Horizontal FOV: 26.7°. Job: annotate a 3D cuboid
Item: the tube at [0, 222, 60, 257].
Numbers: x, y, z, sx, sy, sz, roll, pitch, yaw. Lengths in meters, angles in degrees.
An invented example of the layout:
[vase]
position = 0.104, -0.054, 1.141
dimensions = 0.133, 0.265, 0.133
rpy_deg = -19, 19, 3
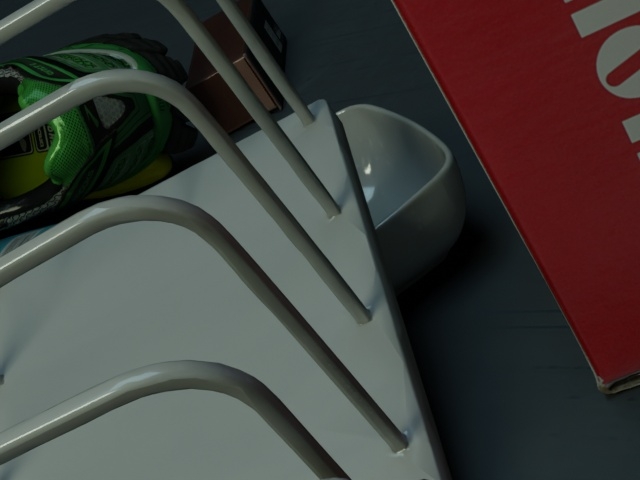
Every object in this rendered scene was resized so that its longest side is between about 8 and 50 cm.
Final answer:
[tube]
position = -0.204, 0.022, 0.855
dimensions = 0.080, 0.052, 0.207
rpy_deg = -34, 17, -35

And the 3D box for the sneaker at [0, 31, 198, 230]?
[sneaker]
position = -0.260, -0.057, 0.902
dimensions = 0.344, 0.134, 0.146
rpy_deg = -18, 2, 28

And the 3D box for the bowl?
[bowl]
position = 0.000, 0.000, 0.659
dimensions = 0.142, 0.053, 0.142
rpy_deg = -36, 25, -6

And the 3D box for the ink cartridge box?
[ink cartridge box]
position = 0.089, -0.116, 0.467
dimensions = 0.130, 0.309, 0.271
rpy_deg = -24, 27, 18

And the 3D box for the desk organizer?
[desk organizer]
position = -0.059, -0.126, 0.954
dimensions = 0.050, 0.047, 0.130
rpy_deg = -28, 26, 15

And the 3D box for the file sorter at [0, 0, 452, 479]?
[file sorter]
position = -0.088, 0.029, 0.494
dimensions = 0.193, 0.173, 0.277
rpy_deg = -27, 42, 12

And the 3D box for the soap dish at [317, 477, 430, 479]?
[soap dish]
position = -0.053, 0.203, 0.284
dimensions = 0.291, 0.118, 0.229
rpy_deg = -32, 26, 0
